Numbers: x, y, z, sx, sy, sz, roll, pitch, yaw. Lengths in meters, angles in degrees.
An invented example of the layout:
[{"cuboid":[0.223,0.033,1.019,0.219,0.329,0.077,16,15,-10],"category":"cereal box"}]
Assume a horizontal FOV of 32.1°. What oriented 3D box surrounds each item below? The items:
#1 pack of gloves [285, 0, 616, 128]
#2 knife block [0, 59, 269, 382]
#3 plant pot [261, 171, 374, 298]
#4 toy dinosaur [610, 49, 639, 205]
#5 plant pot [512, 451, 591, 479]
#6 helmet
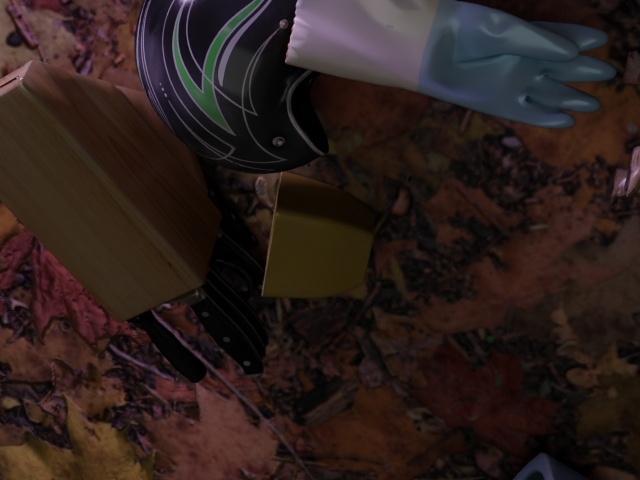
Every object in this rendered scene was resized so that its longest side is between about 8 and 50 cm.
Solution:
[{"cuboid":[0.111,-0.186,0.740,0.232,0.046,0.195,13,92,-12],"category":"pack of gloves"},{"cuboid":[-0.144,0.004,0.867,0.088,0.276,0.242,-25,77,22],"category":"knife block"},{"cuboid":[0.000,0.000,0.915,0.083,0.081,0.081,9,117,-2],"category":"plant pot"},{"cuboid":[0.305,-0.068,0.732,0.200,0.296,0.127,11,87,7],"category":"toy dinosaur"},{"cuboid":[0.244,0.382,0.947,0.252,0.247,0.248,24,119,-17],"category":"plant pot"},{"cuboid":[-0.053,-0.135,0.819,0.169,0.169,0.161,28,102,0],"category":"helmet"}]
